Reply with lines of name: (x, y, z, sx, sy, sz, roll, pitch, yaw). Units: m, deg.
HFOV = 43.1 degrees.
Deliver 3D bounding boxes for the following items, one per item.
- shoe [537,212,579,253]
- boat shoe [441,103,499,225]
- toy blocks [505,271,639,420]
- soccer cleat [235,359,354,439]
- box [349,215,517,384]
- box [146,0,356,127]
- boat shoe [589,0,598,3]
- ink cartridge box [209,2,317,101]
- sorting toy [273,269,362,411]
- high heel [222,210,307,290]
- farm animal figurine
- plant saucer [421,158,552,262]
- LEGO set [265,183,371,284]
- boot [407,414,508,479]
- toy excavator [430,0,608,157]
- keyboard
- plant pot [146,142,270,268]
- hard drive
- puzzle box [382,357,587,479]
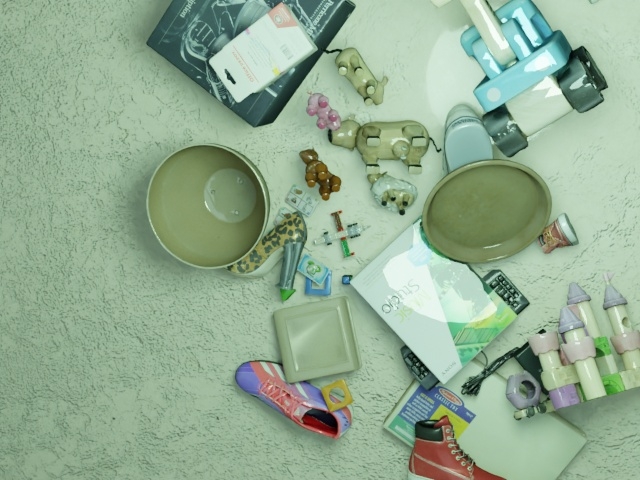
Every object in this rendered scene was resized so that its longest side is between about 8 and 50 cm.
shoe: (0.516, -0.010, 1.777, 0.081, 0.178, 0.064, -22, 74, 18)
boat shoe: (0.325, -0.141, 1.810, 0.135, 0.156, 0.367, -11, 128, 9)
toy blocks: (0.570, 0.218, 1.775, 0.288, 0.309, 0.260, -9, 73, -22)
soccer cleat: (-0.071, 0.392, 2.000, 0.318, 0.116, 0.109, 24, 105, 5)
box: (0.258, 0.136, 1.864, 0.232, 0.058, 0.322, -44, 83, 2)
box: (-0.151, -0.484, 1.808, 0.312, 0.179, 0.343, 37, 106, 1)
boat shoe: (0.558, -0.609, 1.693, 0.070, 0.078, 0.219, -18, 95, 15)
ink cartridge box: (-0.121, -0.390, 1.695, 0.198, 0.067, 0.115, -33, 94, 14)
sorting toy: (-0.006, 0.243, 1.978, 0.195, 0.047, 0.348, -12, 85, 10)
high heel: (-0.149, 0.001, 1.953, 0.261, 0.093, 0.186, 14, 92, 30)
farm animal figurine: (0.106, -0.249, 1.812, 0.326, 0.172, 0.330, 16, 119, -11)
plant saucer: (0.355, -0.066, 1.743, 0.277, 0.041, 0.278, -1, 130, -1)
LEGO set: (0.000, 0.000, 1.954, 0.244, 0.060, 0.182, 33, 106, 15)
boot: (0.335, 0.508, 1.907, 0.244, 0.088, 0.176, 10, 102, 13)
toy excavator: (0.345, -0.401, 1.590, 0.222, 0.433, 0.445, -32, 96, 27)
keyboard: (0.358, 0.237, 1.887, 0.317, 0.033, 0.201, -42, 88, 3)
plant pot: (-0.239, -0.094, 1.898, 0.284, 0.191, 0.284, 2, 102, 11)
hard drive: (0.520, 0.282, 1.878, 0.094, 0.022, 0.135, -41, 109, 0)
puzzle box: (0.391, 0.455, 1.954, 0.409, 0.052, 0.272, 35, 106, 3)
